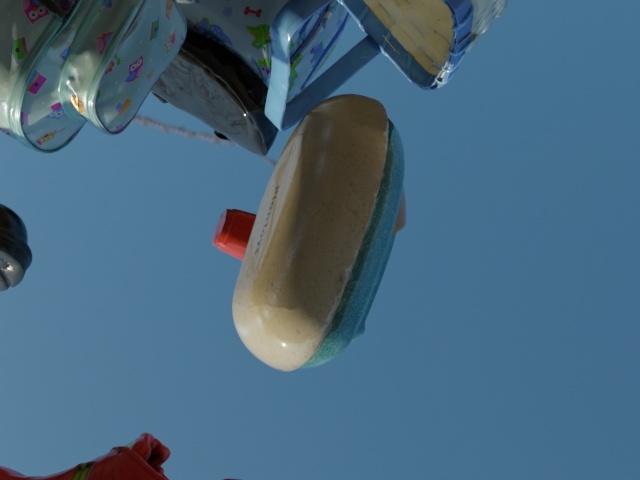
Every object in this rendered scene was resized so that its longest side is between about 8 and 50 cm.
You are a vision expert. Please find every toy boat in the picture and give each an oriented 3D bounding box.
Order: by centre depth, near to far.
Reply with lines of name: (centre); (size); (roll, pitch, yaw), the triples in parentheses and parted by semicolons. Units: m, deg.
toy boat: (0.000, 0.000, 1.136); (0.267, 0.148, 0.318); (-71, -164, -9)

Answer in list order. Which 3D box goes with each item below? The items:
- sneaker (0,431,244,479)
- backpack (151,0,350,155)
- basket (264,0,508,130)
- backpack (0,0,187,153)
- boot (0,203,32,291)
sneaker: (-0.171, 0.211, 0.957); (0.279, 0.107, 0.118); (8, -115, 24)
backpack: (-0.083, -0.348, 1.628); (0.290, 0.273, 0.355); (35, -116, 18)
basket: (0.062, -0.239, 1.162); (0.201, 0.255, 0.289); (45, -105, 7)
backpack: (-0.204, -0.161, 0.951); (0.144, 0.166, 0.188); (38, -96, 8)
boot: (-0.427, -0.096, 1.303); (0.348, 0.131, 0.260); (10, -116, 25)
